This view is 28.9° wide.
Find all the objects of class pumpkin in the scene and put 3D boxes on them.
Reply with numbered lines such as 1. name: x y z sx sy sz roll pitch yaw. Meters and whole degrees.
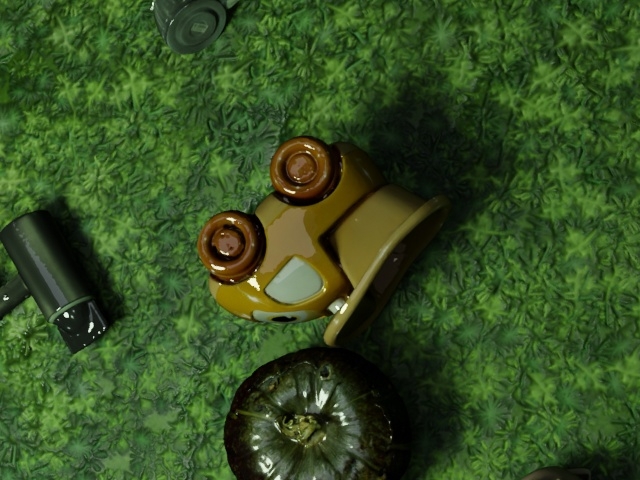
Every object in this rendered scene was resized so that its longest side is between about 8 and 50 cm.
1. pumpkin: -0.005 0.248 1.543 0.238 0.159 0.238 -3 80 18

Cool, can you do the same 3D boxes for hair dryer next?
1. hair dryer: -0.426 0.105 1.726 0.248 0.078 0.195 -35 77 19

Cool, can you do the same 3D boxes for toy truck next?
1. toy truck: 0.000 0.000 1.543 0.211 0.204 0.288 42 91 13

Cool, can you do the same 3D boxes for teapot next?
1. teapot: -0.175 -0.317 1.695 0.091 0.124 0.092 51 140 29

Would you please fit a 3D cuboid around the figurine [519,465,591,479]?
1. figurine: 0.281 0.332 1.479 0.125 0.138 0.125 -12 74 49
